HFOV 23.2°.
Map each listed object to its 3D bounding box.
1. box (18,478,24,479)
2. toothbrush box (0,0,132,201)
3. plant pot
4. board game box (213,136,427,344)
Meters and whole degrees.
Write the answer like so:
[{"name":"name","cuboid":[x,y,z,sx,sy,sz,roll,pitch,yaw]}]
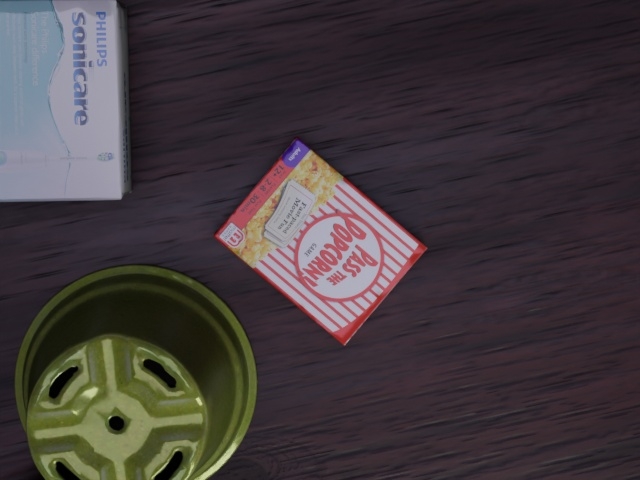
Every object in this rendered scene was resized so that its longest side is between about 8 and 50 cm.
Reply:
[{"name":"box","cuboid":[-0.283,0.375,1.662,0.181,0.119,0.182,27,81,-7]},{"name":"toothbrush box","cuboid":[-0.356,-0.151,1.684,0.296,0.126,0.216,-2,96,-1]},{"name":"plant pot","cuboid":[-0.205,0.174,1.653,0.276,0.254,0.276,0,95,-3]},{"name":"board game box","cuboid":[0.000,0.000,1.750,0.193,0.045,0.146,39,92,-5]}]
